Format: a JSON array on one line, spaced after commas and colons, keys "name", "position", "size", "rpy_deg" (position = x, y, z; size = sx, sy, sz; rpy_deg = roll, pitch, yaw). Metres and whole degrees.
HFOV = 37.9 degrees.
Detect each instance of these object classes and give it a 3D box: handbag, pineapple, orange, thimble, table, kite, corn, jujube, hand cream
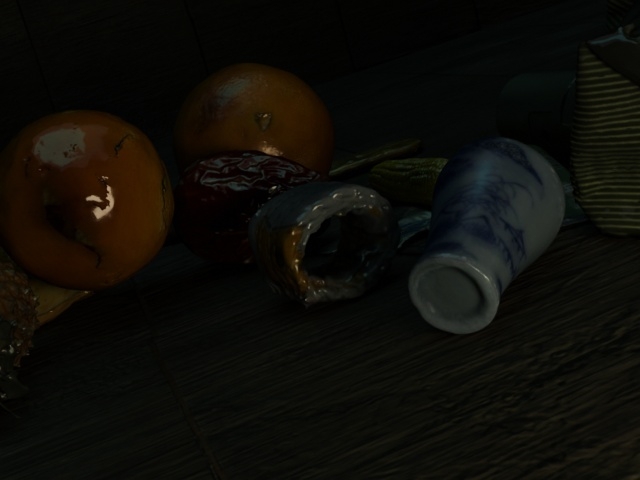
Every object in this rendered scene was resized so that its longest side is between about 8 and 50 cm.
[{"name": "handbag", "position": [0.420, -0.149, 0.946], "size": [0.340, 0.240, 0.247], "rpy_deg": [-6, 25, 28]}, {"name": "pineapple", "position": [-0.406, 0.121, 1.055], "size": [0.169, 0.169, 0.340], "rpy_deg": [-19, 17, -8]}, {"name": "orange", "position": [-0.107, -0.156, 1.500], "size": [0.261, 0.261, 0.261], "rpy_deg": [-16, 15, 4]}, {"name": "thimble", "position": [0.003, 0.001, 1.080], "size": [0.151, 0.127, 0.118], "rpy_deg": [-24, 15, -25]}, {"name": "table", "position": [0.363, -0.179, 1.323], "size": [0.126, 0.126, 0.220], "rpy_deg": [-23, 17, -21]}, {"name": "kite", "position": [0.121, -0.006, 1.192], "size": [0.169, 0.015, 0.310], "rpy_deg": [-25, 15, -26]}, {"name": "corn", "position": [0.140, -0.087, 1.353], "size": [0.072, 0.072, 0.203], "rpy_deg": [-24, 16, -25]}, {"name": "jujube", "position": [-0.093, -0.046, 1.310], "size": [0.236, 0.168, 0.168], "rpy_deg": [-1, 20, 21]}, {"name": "orange", "position": [-0.316, -0.052, 1.249], "size": [0.246, 0.246, 0.246], "rpy_deg": [-16, 15, 4]}, {"name": "hand cream", "position": [0.288, -0.068, 1.165], "size": [0.086, 0.055, 0.235], "rpy_deg": [-17, 22, 2]}]

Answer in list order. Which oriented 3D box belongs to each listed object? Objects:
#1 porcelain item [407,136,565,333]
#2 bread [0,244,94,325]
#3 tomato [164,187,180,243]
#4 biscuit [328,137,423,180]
[{"name": "porcelain item", "position": [0.170, -0.013, 0.949], "size": [0.141, 0.141, 0.259], "rpy_deg": [-8, 28, 30]}, {"name": "bread", "position": [-0.450, 0.070, 1.397], "size": [0.235, 0.099, 0.210], "rpy_deg": [6, 29, 44]}, {"name": "tomato", "position": [-0.221, -0.064, 1.637], "size": [0.166, 0.082, 0.174], "rpy_deg": [-16, 18, 6]}, {"name": "biscuit", "position": [0.069, -0.146, 1.708], "size": [0.247, 0.029, 0.118], "rpy_deg": [-19, 15, -7]}]
